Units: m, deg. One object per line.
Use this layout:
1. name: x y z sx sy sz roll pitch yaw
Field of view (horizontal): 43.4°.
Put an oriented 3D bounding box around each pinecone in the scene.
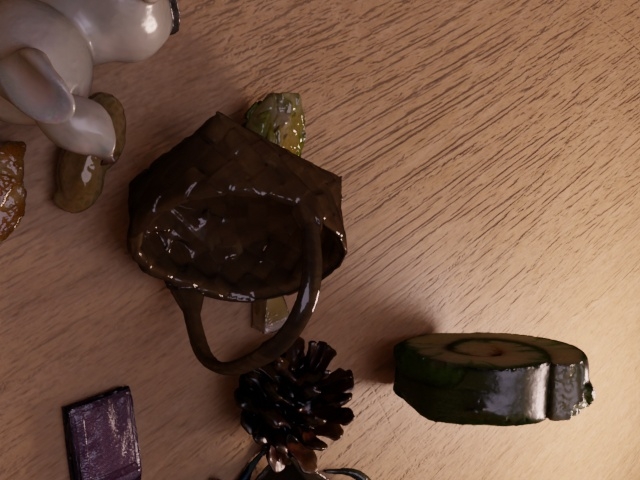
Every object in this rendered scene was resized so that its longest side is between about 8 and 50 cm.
1. pinecone: -0.037 0.267 1.353 0.201 0.202 0.229 -43 128 8

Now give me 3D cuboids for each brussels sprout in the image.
1. brussels sprout: -0.085 -0.154 1.308 0.139 0.100 0.181 9 90 -53

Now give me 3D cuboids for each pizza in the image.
1. pizza: -0.443 -0.076 1.025 0.161 0.062 0.182 -43 118 -20

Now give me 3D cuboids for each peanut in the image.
1. peanut: -0.317 -0.120 1.117 0.080 0.080 0.175 24 85 -42

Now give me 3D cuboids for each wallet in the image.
1. wallet: -0.325 0.312 1.213 0.111 0.030 0.166 -14 106 -39

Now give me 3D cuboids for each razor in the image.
1. razor: -0.106 0.394 1.429 0.154 0.044 0.028 -41 92 -26

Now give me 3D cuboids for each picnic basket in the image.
1. picnic basket: -0.109 0.037 1.154 0.337 0.293 0.337 32 41 -33

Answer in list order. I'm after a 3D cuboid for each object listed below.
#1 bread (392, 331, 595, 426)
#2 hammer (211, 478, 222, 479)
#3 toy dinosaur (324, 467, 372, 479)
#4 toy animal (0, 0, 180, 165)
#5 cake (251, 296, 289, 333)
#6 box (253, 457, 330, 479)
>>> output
1. bread: 0.335 0.269 1.568 0.366 0.381 0.129 -9 101 -68
2. hammer: -0.200 0.419 1.350 0.083 0.031 0.053 30 74 -30
3. toy dinosaur: 0.076 0.546 1.578 0.178 0.087 0.187 18 84 -44
4. toy animal: -0.315 -0.242 0.996 0.310 0.247 0.183 -56 147 -37
5. cake: -0.095 0.097 1.368 0.065 0.052 0.121 -30 115 -30
6. box: -0.016 0.527 1.426 0.184 0.143 0.273 -48 129 -6
